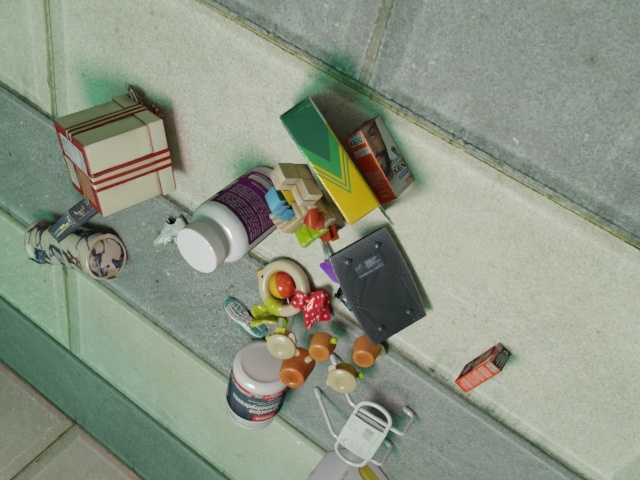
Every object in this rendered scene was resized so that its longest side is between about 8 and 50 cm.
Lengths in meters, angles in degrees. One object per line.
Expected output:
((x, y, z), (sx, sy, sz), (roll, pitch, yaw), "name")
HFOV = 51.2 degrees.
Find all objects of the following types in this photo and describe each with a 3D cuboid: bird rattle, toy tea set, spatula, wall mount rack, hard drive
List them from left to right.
((-0.094, 0.155, 1.875), (0.253, 0.143, 0.207), (-16, 93, 42), "bird rattle")
((0.000, 0.000, 1.744), (0.084, 0.030, 0.296), (-14, 111, 43), "spatula")
((0.019, 0.319, 1.883), (0.336, 0.124, 0.200), (3, 121, 16), "toy tea set")
((0.104, 0.514, 1.986), (0.304, 0.130, 0.350), (32, 136, 11), "wall mount rack")
((0.137, 0.109, 1.626), (0.255, 0.172, 0.054), (63, 171, -14), "hard drive")

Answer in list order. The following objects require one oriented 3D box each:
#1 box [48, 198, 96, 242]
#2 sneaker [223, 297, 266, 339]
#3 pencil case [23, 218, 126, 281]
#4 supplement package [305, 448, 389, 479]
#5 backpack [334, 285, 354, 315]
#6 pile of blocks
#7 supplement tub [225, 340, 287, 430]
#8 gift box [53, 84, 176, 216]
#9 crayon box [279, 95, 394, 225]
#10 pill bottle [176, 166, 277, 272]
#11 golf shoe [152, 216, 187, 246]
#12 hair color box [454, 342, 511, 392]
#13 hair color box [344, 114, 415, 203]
((-0.730, -0.105, 2.108), (0.059, 0.233, 0.183), (51, 138, -13), "box")
((-0.251, 0.257, 2.122), (0.166, 0.065, 0.076), (45, 142, 4), "sneaker")
((-0.877, 0.037, 2.387), (0.410, 0.160, 0.183), (10, 119, 33), "pencil case")
((0.102, 0.843, 2.172), (0.263, 0.199, 0.198), (52, 137, -5), "supplement package")
((0.109, 0.142, 1.710), (0.084, 0.105, 0.114), (-15, 121, 38), "backpack")
((-0.038, -0.051, 1.523), (0.113, 0.149, 0.362), (65, -173, 23), "pile of blocks")
((-0.201, 0.468, 2.141), (0.191, 0.191, 0.272), (32, 136, 16), "supplement tub")
((-0.560, -0.259, 1.847), (0.276, 0.258, 0.255), (41, 144, 37), "gift box")
((0.031, -0.159, 1.474), (0.083, 0.203, 0.323), (-34, 99, 4), "crayon box")
((-0.214, -0.051, 1.677), (0.169, 0.301, 0.169), (21, 132, 26), "pill bottle")
((-0.470, -0.028, 2.096), (0.176, 0.069, 0.086), (-12, 92, 41), "golf shoe")
((0.395, 0.312, 1.629), (0.043, 0.072, 0.141), (44, 137, 4), "hair color box")
((0.132, -0.176, 1.458), (0.053, 0.093, 0.167), (-19, 108, 44), "hair color box")
